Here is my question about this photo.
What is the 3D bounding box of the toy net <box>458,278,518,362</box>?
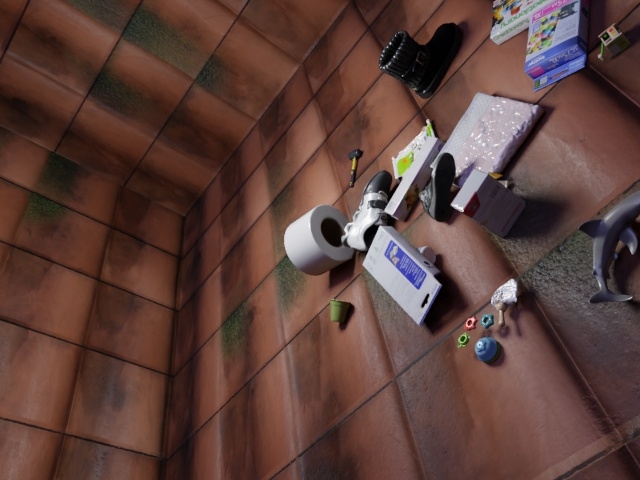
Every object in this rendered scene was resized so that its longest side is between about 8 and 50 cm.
[{"bbox_3d":[0.467,0.210,1.521,0.232,0.045,0.122,-60,27,-1],"label":"toy net"}]

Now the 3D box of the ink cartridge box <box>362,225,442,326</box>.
[{"bbox_3d":[0.272,0.108,1.803,0.333,0.065,0.165,51,127,43],"label":"ink cartridge box"}]

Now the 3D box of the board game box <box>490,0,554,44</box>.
[{"bbox_3d":[0.742,-0.841,1.970,0.305,0.053,0.193,-22,48,49],"label":"board game box"}]

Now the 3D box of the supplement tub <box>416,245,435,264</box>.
[{"bbox_3d":[0.320,0.060,1.852,0.107,0.071,0.071,-16,52,51],"label":"supplement tub"}]

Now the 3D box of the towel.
[{"bbox_3d":[0.535,-0.326,1.862,0.332,0.053,0.317,-57,29,10],"label":"towel"}]

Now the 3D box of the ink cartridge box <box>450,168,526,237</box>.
[{"bbox_3d":[0.486,-0.105,1.623,0.127,0.175,0.072,-58,26,6],"label":"ink cartridge box"}]

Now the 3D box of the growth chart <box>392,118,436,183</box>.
[{"bbox_3d":[0.364,-0.341,2.181,0.237,0.021,0.172,-45,34,28],"label":"growth chart"}]

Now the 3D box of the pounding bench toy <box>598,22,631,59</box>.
[{"bbox_3d":[0.823,-0.563,1.601,0.083,0.052,0.065,-40,36,35],"label":"pounding bench toy"}]

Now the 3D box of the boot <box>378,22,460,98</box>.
[{"bbox_3d":[0.400,-0.772,2.243,0.131,0.260,0.348,12,76,60],"label":"boot"}]

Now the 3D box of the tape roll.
[{"bbox_3d":[0.000,0.000,2.239,0.169,0.246,0.246,-31,41,42],"label":"tape roll"}]

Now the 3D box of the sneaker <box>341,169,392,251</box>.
[{"bbox_3d":[0.217,-0.105,2.135,0.146,0.122,0.331,23,88,48],"label":"sneaker"}]

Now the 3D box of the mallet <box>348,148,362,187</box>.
[{"bbox_3d":[0.153,-0.324,2.495,0.062,0.039,0.190,-29,47,41],"label":"mallet"}]

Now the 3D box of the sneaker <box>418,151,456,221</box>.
[{"bbox_3d":[0.387,-0.186,1.884,0.130,0.087,0.228,-140,48,-65],"label":"sneaker"}]

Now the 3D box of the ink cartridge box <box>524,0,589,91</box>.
[{"bbox_3d":[0.749,-0.640,1.782,0.185,0.065,0.311,-19,51,51],"label":"ink cartridge box"}]

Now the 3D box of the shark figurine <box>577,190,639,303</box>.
[{"bbox_3d":[0.651,0.012,1.305,0.166,0.116,0.278,-172,100,-81],"label":"shark figurine"}]

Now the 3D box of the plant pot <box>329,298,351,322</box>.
[{"bbox_3d":[0.068,0.264,2.085,0.083,0.083,0.079,-4,74,57],"label":"plant pot"}]

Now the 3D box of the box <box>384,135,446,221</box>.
[{"bbox_3d":[0.349,-0.224,2.058,0.324,0.063,0.067,-60,30,3],"label":"box"}]

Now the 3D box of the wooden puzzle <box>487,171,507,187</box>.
[{"bbox_3d":[0.534,-0.151,1.718,0.078,0.014,0.116,10,81,31],"label":"wooden puzzle"}]
